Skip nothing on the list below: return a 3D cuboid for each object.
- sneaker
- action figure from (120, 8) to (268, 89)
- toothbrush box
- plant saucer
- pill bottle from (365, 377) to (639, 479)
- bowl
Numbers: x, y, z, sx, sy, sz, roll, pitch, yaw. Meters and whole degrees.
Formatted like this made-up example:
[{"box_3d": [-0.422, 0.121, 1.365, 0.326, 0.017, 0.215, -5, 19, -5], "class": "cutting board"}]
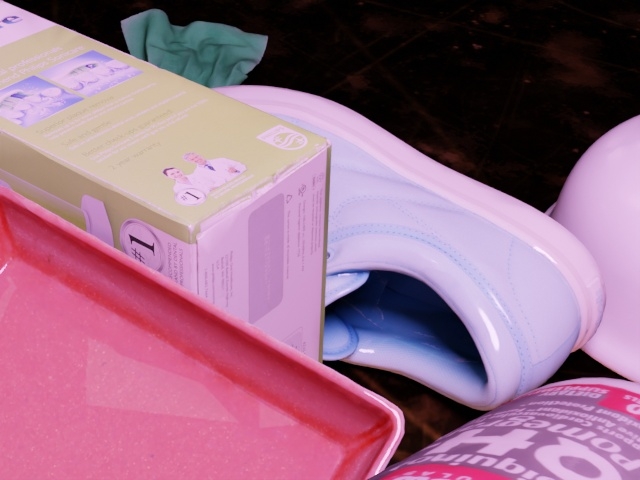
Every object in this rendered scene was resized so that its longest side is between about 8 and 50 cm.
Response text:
[{"box_3d": [0.000, 0.000, 0.845, 0.366, 0.135, 0.150, 21, 36, 26], "class": "sneaker"}, {"box_3d": [-0.113, -0.127, 1.082, 0.137, 0.063, 0.232, 1, 31, -4], "class": "action figure"}, {"box_3d": [-0.140, 0.000, 0.774, 0.283, 0.206, 0.122, 24, 40, 29], "class": "toothbrush box"}, {"box_3d": [-0.130, 0.136, 0.608, 0.258, 0.047, 0.259, 28, 71, 14], "class": "plant saucer"}, {"box_3d": [0.064, 0.167, 0.485, 0.176, 0.176, 0.318, 23, 18, 27], "class": "pill bottle"}, {"box_3d": [0.302, -0.022, 0.892, 0.298, 0.134, 0.298, 1, 34, -1], "class": "bowl"}]
